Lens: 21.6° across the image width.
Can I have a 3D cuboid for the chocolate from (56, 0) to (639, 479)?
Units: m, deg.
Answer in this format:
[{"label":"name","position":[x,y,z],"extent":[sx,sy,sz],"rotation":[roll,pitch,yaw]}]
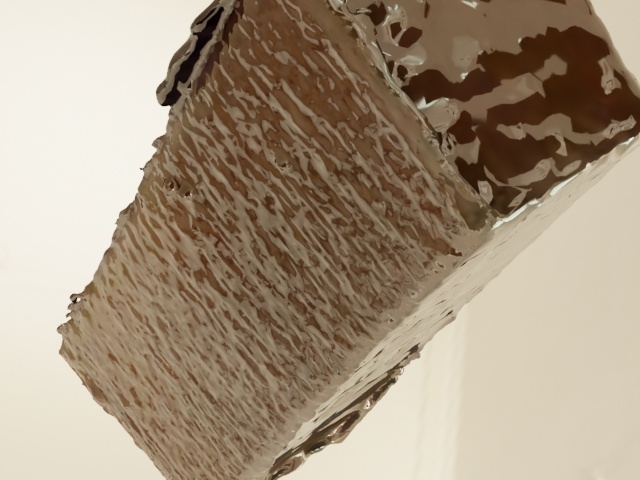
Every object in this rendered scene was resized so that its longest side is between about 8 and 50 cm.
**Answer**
[{"label":"chocolate","position":[0.000,0.000,0.604],"extent":[0.112,0.112,0.321],"rotation":[-27,165,-31]}]
